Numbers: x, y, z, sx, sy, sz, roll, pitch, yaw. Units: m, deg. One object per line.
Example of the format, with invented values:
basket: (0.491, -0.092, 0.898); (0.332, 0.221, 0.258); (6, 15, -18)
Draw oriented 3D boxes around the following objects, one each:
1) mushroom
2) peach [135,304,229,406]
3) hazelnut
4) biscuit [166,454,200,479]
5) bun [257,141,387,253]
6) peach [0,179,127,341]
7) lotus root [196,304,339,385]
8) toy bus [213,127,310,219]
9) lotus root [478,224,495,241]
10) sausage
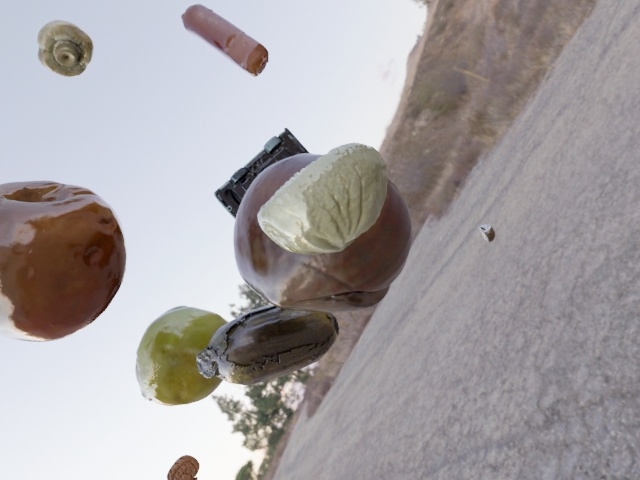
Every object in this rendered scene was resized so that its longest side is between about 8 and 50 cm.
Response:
mushroom: (-0.674, -0.506, 1.403); (0.148, 0.148, 0.112); (108, 147, -45)
peach: (-0.433, 0.362, 1.697); (0.281, 0.314, 0.315); (14, 90, 66)
hazelnut: (0.000, 0.000, 1.183); (0.359, 0.409, 0.359); (-19, -64, -46)
biscuit: (-0.358, 0.613, 1.396); (0.091, 0.078, 0.015); (-55, -3, -8)
bun: (0.017, -0.053, 0.828); (0.220, 0.134, 0.220); (-34, -2, -2)
peach: (-0.581, 0.044, 1.103); (0.343, 0.343, 0.301); (-50, -31, -63)
lotus root: (-0.139, 0.281, 1.454); (0.398, 0.195, 0.179); (-15, -30, -21)
toy bus: (-0.156, -0.173, 1.509); (0.276, 0.133, 0.165); (-42, 2, -2)
lotus root: (0.435, -0.019, 1.373); (0.030, 0.037, 0.083); (-26, 9, 11)
sausage: (-0.285, -0.613, 1.620); (0.097, 0.348, 0.094); (-55, -16, 14)
